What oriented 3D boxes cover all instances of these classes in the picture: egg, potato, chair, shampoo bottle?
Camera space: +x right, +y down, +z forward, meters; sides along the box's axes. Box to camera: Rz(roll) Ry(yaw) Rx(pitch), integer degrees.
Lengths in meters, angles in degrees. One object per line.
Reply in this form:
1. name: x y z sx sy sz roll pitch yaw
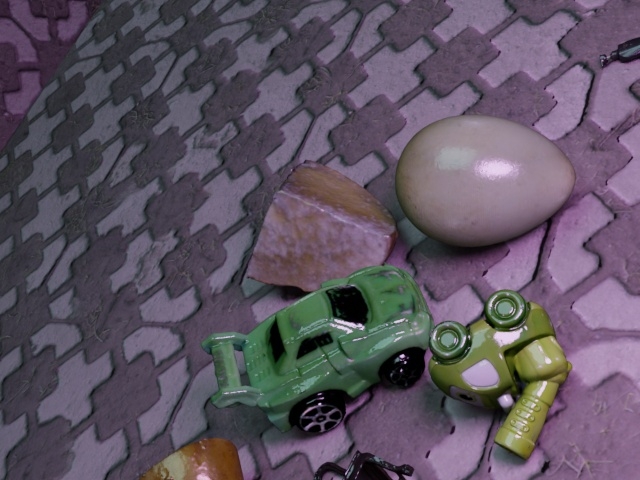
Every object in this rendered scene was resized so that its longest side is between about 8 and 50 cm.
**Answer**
1. egg: 0.267 -0.099 1.573 0.296 0.218 0.218 -2 51 22
2. potato: 0.022 -0.002 1.796 0.264 0.211 0.189 23 24 16
3. potato: -0.189 0.432 1.507 0.203 0.178 0.158 -32 53 -9
4. chair: 0.042 0.372 1.400 0.229 0.113 0.106 6 56 40
5. shampoo bottle: 0.564 -0.342 1.700 0.137 0.027 0.048 -15 43 31

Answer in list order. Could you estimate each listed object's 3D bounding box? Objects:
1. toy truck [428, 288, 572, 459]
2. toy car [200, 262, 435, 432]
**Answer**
1. toy truck: 0.271 0.181 1.368 0.187 0.148 0.210 -44 61 -4
2. toy car: 0.002 0.170 1.573 0.359 0.176 0.213 -31 40 13
